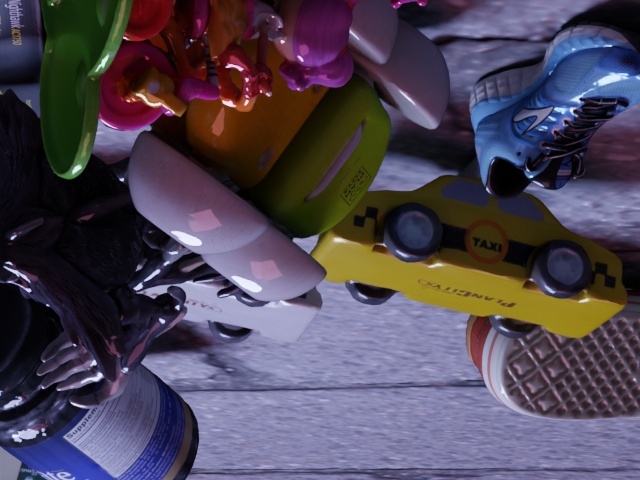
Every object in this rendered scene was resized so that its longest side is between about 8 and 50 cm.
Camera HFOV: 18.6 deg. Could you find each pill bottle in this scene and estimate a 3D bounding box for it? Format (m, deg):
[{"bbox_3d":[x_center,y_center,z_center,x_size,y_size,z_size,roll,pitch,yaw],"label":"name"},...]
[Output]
[{"bbox_3d":[-0.203,0.127,1.562,0.123,0.123,0.219,-8,145,32],"label":"pill bottle"}]

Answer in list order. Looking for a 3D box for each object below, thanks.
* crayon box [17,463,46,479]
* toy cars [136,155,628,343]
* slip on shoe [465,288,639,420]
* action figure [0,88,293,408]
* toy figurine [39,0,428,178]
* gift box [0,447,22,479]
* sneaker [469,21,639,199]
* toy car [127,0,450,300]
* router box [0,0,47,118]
[{"bbox_3d":[-0.301,0.263,2.077,0.203,0.083,0.323,7,162,-8],"label":"crayon box"},{"bbox_3d":[0.000,0.000,1.239,0.394,0.087,0.176,-2,156,29],"label":"toy cars"},{"bbox_3d":[0.253,0.083,1.409,0.331,0.123,0.101,7,-166,-23],"label":"slip on shoe"},{"bbox_3d":[-0.127,0.004,1.041,0.141,0.164,0.276,-32,171,25],"label":"action figure"},{"bbox_3d":[-0.029,-0.108,0.835,0.159,0.173,0.130,1,-161,-24],"label":"toy figurine"},{"bbox_3d":[-0.397,0.195,1.646,0.276,0.255,0.258,4,164,21],"label":"gift box"},{"bbox_3d":[0.135,-0.062,1.029,0.063,0.073,0.162,13,160,-22],"label":"sneaker"},{"bbox_3d":[-0.034,-0.070,0.977,0.136,0.159,0.182,34,177,29],"label":"toy car"},{"bbox_3d":[-0.202,-0.115,0.983,0.133,0.046,0.179,5,165,-5],"label":"router box"}]
